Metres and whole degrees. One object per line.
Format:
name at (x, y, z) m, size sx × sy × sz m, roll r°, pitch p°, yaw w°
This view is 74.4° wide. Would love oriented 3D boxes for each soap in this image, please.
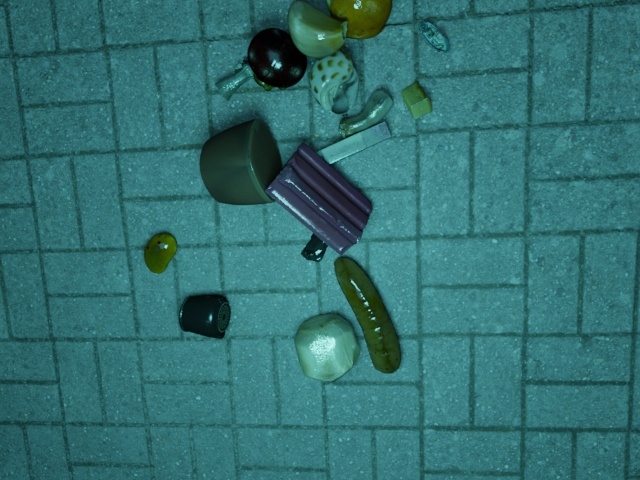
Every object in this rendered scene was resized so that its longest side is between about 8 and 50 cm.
soap at (0.006, -0.151, 1.506) m, size 0.360 × 0.233 × 0.128 m, roll 40°, pitch 132°, yaw -12°

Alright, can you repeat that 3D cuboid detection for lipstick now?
lipstick at (0.106, -0.352, 1.592) m, size 0.318 × 0.068 × 0.066 m, roll -23°, pitch 95°, yaw 8°

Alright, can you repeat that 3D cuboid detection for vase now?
vase at (-0.316, -0.603, 1.591) m, size 0.149 × 0.081 × 0.081 m, roll -32°, pitch 94°, yaw 11°

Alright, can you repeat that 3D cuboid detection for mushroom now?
mushroom at (0.165, -0.460, 1.566) m, size 0.223 × 0.081 × 0.092 m, roll -37°, pitch 109°, yaw 11°

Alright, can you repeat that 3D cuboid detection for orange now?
orange at (0.130, -0.816, 1.441) m, size 0.240 × 0.240 × 0.239 m, roll 1°, pitch 98°, yaw 6°

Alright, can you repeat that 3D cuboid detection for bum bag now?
bum bag at (0.000, 0.000, 1.661) m, size 0.087 × 0.049 × 0.197 m, roll 33°, pitch 100°, yaw 6°

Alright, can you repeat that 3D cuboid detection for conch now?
conch at (0.048, -0.592, 1.527) m, size 0.149 × 0.183 × 0.274 m, roll 21°, pitch 88°, yaw 44°

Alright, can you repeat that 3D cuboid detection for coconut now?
coconut at (0.029, 0.425, 1.628) m, size 0.245 × 0.245 × 0.247 m, roll -18°, pitch 97°, yaw 8°

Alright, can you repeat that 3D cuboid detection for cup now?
cup at (-0.463, 0.322, 1.709) m, size 0.177 × 0.169 × 0.223 m, roll 2°, pitch 129°, yaw 9°

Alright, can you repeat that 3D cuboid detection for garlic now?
garlic at (-0.026, -0.710, 1.405) m, size 0.164 × 0.145 × 0.245 m, roll -45°, pitch 72°, yaw 8°

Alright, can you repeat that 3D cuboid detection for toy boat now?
toy boat at (0.412, -0.726, 1.509) m, size 0.059 × 0.066 × 0.140 m, roll -43°, pitch 93°, yaw 6°
toy boat at (-0.303, -0.661, 1.607) m, size 0.083 × 0.038 × 0.038 m, roll -38°, pitch 93°, yaw 9°

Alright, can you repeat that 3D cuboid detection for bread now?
bread at (0.351, -0.520, 1.569) m, size 0.084 × 0.080 × 0.109 m, roll -28°, pitch 59°, yaw 9°

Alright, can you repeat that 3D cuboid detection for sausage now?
sausage at (0.195, 0.288, 1.647) m, size 0.136 × 0.123 × 0.500 m, roll -20°, pitch 96°, yaw 37°

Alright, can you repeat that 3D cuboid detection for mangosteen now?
mangosteen at (-0.165, -0.643, 1.515) m, size 0.216 × 0.216 × 0.216 m, roll 1°, pitch 98°, yaw 6°

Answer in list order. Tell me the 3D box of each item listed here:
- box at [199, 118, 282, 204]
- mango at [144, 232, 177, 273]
box at (-0.286, -0.274, 1.534) m, size 0.216 × 0.301 × 0.300 m, roll -7°, pitch 97°, yaw 17°
mango at (-0.657, 0.049, 1.719) m, size 0.115 × 0.090 × 0.178 m, roll 34°, pitch 108°, yaw -7°
